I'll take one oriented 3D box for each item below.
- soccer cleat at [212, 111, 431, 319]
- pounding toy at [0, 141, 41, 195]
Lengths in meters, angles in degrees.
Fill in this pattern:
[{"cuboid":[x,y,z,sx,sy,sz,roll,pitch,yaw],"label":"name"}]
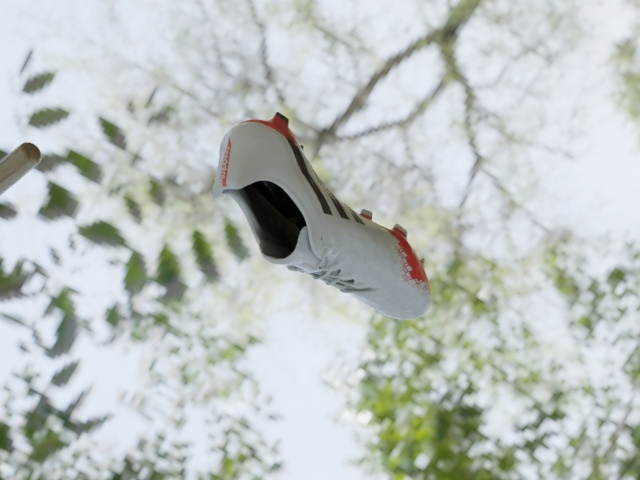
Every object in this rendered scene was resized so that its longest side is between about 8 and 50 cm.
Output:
[{"cuboid":[0.000,0.000,0.487,0.083,0.029,0.035,47,-140,-25],"label":"soccer cleat"},{"cuboid":[-0.198,0.003,0.722,0.100,0.141,0.130,40,161,8],"label":"pounding toy"}]
